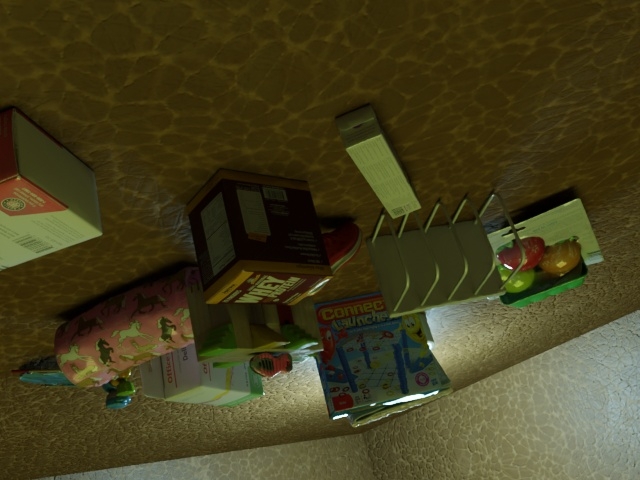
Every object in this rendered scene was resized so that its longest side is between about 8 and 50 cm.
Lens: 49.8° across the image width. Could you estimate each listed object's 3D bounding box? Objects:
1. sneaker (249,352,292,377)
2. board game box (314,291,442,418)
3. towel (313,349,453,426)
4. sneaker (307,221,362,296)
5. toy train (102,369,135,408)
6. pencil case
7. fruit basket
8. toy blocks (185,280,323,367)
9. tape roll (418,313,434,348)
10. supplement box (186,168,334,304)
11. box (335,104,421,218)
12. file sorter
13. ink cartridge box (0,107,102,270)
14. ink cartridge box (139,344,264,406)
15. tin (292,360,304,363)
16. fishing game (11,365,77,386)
[{"bbox_3d":[-0.104,0.239,1.317,0.057,0.047,0.119,-9,166,30],"label":"sneaker"},{"bbox_3d":[0.140,0.304,1.898,0.308,0.301,0.086,-10,155,-13],"label":"board game box"},{"bbox_3d":[0.172,0.362,2.011,0.332,0.317,0.053,-15,134,-18],"label":"towel"},{"bbox_3d":[0.000,0.000,1.383,0.087,0.221,0.128,-11,120,39],"label":"sneaker"},{"bbox_3d":[-0.506,0.331,1.766,0.105,0.143,0.248,1,152,-33],"label":"toy train"},{"bbox_3d":[-0.390,0.191,1.513,0.386,0.160,0.167,-24,154,18],"label":"pencil case"},{"bbox_3d":[0.536,0.029,1.773,0.327,0.165,0.353,-25,139,19],"label":"fruit basket"},{"bbox_3d":[-0.134,0.104,1.374,0.191,0.260,0.381,-22,161,28],"label":"toy blocks"},{"bbox_3d":[0.228,0.339,2.280,0.286,0.100,0.286,-13,157,-6],"label":"tape roll"},{"bbox_3d":[-0.108,0.000,1.216,0.191,0.194,0.129,5,149,-38],"label":"supplement box"},{"bbox_3d":[0.111,-0.129,1.226,0.067,0.063,0.324,-23,155,12],"label":"box"},{"bbox_3d":[0.268,0.024,1.502,0.278,0.192,0.173,-10,153,-12],"label":"file sorter"},{"bbox_3d":[-0.492,-0.046,0.978,0.283,0.117,0.207,-19,156,7],"label":"ink cartridge box"},{"bbox_3d":[-0.296,0.296,1.733,0.119,0.207,0.353,-23,156,21],"label":"ink cartridge box"},{"bbox_3d":[-0.072,0.317,2.080,0.106,0.040,0.189,-41,146,3],"label":"tin"},{"bbox_3d":[-0.692,0.355,1.816,0.189,0.041,0.264,-1,159,-1],"label":"fishing game"}]
